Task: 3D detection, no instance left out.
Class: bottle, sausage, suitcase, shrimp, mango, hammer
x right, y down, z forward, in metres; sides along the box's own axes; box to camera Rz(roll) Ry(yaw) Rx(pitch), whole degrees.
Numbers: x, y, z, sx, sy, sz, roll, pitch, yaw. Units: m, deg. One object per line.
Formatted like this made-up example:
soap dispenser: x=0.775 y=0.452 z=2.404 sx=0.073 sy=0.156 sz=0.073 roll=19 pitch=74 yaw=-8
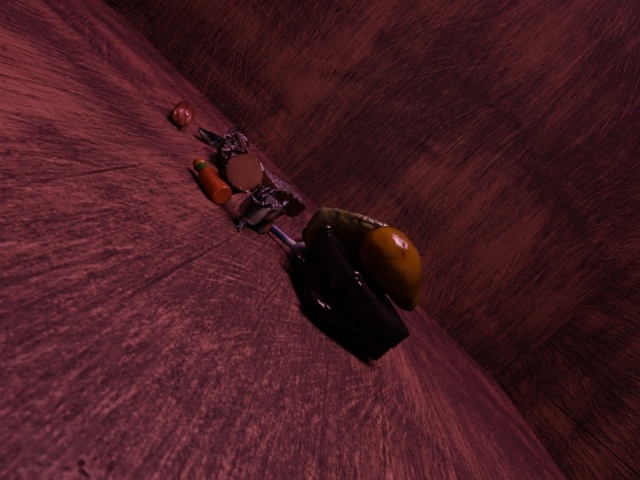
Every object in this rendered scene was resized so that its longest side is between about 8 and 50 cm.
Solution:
bottle: x=-0.342 y=-0.192 z=1.539 sx=0.187 sy=0.069 sz=0.069 roll=51 pitch=10 yaw=32
sausage: x=-0.565 y=-0.525 z=2.062 sx=0.086 sy=0.086 sz=0.289 roll=42 pitch=7 yaw=-22
suitcase: x=0.090 y=0.162 z=1.486 sx=0.339 sy=0.188 sz=0.345 roll=43 pitch=8 yaw=-29
shrimp: x=-0.378 y=-0.350 z=1.994 sx=0.137 sy=0.172 sz=0.372 roll=62 pitch=22 yaw=-21
mango: x=0.227 y=0.083 z=1.487 sx=0.176 sy=0.176 sz=0.329 roll=2 pitch=-26 yaw=31
sausage: x=-0.283 y=-0.214 z=1.640 sx=0.125 sy=0.117 sz=0.317 roll=64 pitch=-19 yaw=-12
hammer: x=-0.116 y=0.001 z=1.733 sx=0.194 sy=0.069 sz=0.116 roll=40 pitch=9 yaw=3

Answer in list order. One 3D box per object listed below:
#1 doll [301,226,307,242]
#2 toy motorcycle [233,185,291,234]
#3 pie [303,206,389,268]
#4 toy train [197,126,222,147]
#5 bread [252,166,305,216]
doll: x=-0.002 y=0.001 z=2.111 sx=0.182 sy=0.117 sz=0.257 roll=42 pitch=9 yaw=18
toy motorcycle: x=-0.184 y=-0.095 z=1.549 sx=0.091 sy=0.157 sz=0.263 roll=43 pitch=6 yaw=10
pie: x=0.099 y=0.014 z=1.628 sx=0.323 sy=0.323 sz=0.070 roll=41 pitch=44 yaw=-23
toy train: x=-0.490 y=-0.452 z=2.202 sx=0.052 sy=0.051 sz=0.234 roll=46 pitch=11 yaw=8
bread: x=-0.194 y=-0.218 z=2.284 sx=0.165 sy=0.113 sz=0.416 roll=49 pitch=8 yaw=15
